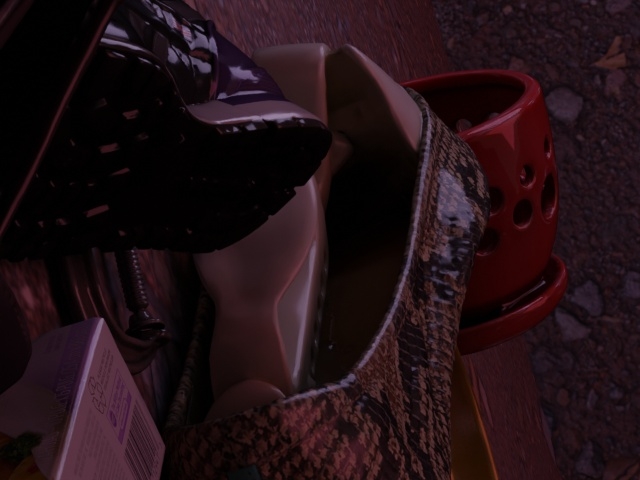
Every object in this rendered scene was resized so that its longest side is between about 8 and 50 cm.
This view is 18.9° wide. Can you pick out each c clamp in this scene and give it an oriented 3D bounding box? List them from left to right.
[{"bbox_3d":[-0.098,-0.009,0.891,0.137,0.022,0.160,48,27,-67],"label":"c clamp"}]

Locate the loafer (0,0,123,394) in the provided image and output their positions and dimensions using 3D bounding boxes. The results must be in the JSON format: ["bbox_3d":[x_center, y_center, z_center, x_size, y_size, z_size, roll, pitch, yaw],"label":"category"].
[{"bbox_3d":[-0.099,-0.007,0.458,0.109,0.095,0.302,118,-16,-59],"label":"loafer"}]

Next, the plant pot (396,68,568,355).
[{"bbox_3d":[0.087,-0.016,1.401,0.191,0.191,0.174,-74,149,-71],"label":"plant pot"}]

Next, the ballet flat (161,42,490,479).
[{"bbox_3d":[0.000,0.000,1.018,0.482,0.164,0.182,-81,152,-59],"label":"ballet flat"}]

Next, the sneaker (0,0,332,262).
[{"bbox_3d":[-0.109,-0.066,0.783,0.124,0.107,0.283,50,13,18],"label":"sneaker"}]

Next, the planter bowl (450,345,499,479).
[{"bbox_3d":[0.054,0.147,1.239,0.217,0.090,0.217,-17,90,-80],"label":"planter bowl"}]

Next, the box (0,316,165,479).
[{"bbox_3d":[-0.100,0.134,0.554,0.324,0.063,0.067,-87,156,-61],"label":"box"}]
